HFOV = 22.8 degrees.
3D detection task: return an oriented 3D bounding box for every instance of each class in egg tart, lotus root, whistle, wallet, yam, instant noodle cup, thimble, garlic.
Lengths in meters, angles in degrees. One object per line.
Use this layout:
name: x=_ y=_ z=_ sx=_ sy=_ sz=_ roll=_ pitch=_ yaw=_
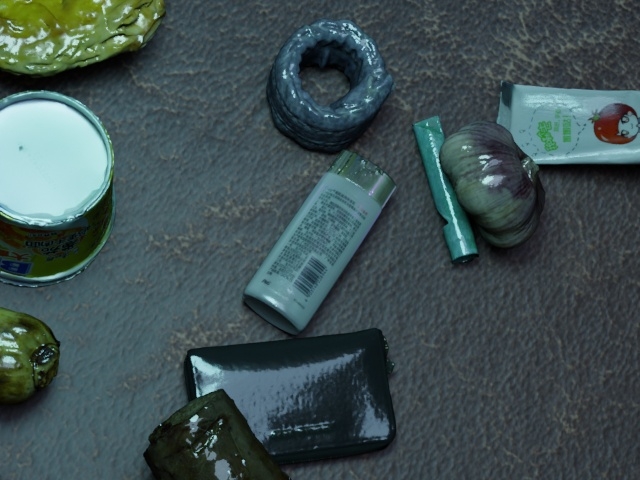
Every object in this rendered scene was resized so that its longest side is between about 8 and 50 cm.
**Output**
egg tart: x=-0.343 y=-0.335 z=1.872 sx=0.341 sy=0.129 sz=0.341 roll=4 pitch=72 yaw=-14
lotus root: x=-0.376 y=0.108 z=1.734 sx=0.190 sy=0.094 sz=0.108 roll=26 pitch=34 yaw=6
whistle: x=0.153 y=-0.063 z=1.953 sx=0.039 sy=0.039 sz=0.186 roll=-10 pitch=75 yaw=-17
wallet: x=-0.028 y=0.183 z=1.820 sx=0.250 sy=0.044 sz=0.149 roll=-4 pitch=76 yaw=-16
yam: x=-0.078 y=0.302 z=1.704 sx=0.131 sy=0.131 sz=0.280 roll=-35 pitch=91 yaw=-22
instant noodle cup: x=-0.321 y=-0.068 z=1.773 sx=0.205 sy=0.153 sz=0.205 roll=4 pitch=70 yaw=-12
thimble: x=0.009 y=-0.189 z=1.927 sx=0.150 sy=0.098 sz=0.150 roll=4 pitch=70 yaw=-12
garlic: x=0.217 y=-0.071 z=1.917 sx=0.102 sy=0.147 sz=0.159 roll=-27 pitch=95 yaw=20

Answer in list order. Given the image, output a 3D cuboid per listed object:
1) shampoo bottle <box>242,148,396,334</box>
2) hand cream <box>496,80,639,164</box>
shampoo bottle: x=0.000 y=0.000 z=1.881 sx=0.086 sy=0.056 sz=0.227 roll=34 pitch=67 yaw=-2
hand cream: x=0.388 y=-0.142 z=1.997 sx=0.336 sy=0.076 sz=0.121 roll=2 pitch=61 yaw=7
